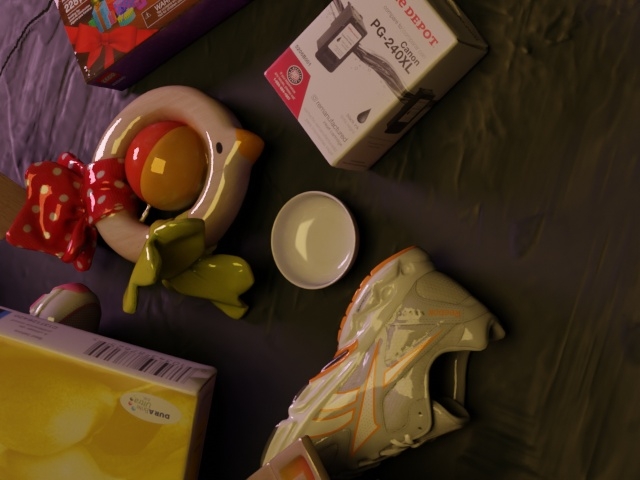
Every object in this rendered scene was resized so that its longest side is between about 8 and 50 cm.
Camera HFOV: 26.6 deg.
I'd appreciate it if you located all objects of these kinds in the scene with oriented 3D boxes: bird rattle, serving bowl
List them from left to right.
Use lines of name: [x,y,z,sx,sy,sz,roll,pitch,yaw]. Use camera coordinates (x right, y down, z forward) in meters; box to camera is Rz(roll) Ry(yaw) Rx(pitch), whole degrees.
bird rattle: [-0.149,-0.040,1.217,0.253,0.143,0.207,32,93,41]
serving bowl: [0.000,0.000,1.151,0.083,0.027,0.083,-1,88,32]

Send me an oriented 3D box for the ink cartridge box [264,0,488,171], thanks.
ink cartridge box: [0.045,-0.147,1.109,0.150,0.063,0.109,-45,67,22]

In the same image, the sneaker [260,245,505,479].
sneaker: [0.048,0.142,1.080,0.121,0.099,0.262,34,107,23]

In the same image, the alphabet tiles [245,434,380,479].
alphabet tiles: [0.000,0.319,1.061,0.342,0.011,0.285,-45,67,50]

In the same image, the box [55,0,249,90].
box: [-0.127,-0.294,1.222,0.293,0.057,0.201,-31,72,27]

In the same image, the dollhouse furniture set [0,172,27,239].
dollhouse furniture set: [-0.423,0.027,1.388,0.286,0.198,0.303,-56,29,-7]

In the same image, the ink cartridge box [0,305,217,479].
ink cartridge box: [-0.260,0.216,1.175,0.304,0.072,0.307,14,106,11]

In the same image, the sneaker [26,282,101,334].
sneaker: [-0.232,0.165,1.252,0.111,0.103,0.252,17,103,26]
